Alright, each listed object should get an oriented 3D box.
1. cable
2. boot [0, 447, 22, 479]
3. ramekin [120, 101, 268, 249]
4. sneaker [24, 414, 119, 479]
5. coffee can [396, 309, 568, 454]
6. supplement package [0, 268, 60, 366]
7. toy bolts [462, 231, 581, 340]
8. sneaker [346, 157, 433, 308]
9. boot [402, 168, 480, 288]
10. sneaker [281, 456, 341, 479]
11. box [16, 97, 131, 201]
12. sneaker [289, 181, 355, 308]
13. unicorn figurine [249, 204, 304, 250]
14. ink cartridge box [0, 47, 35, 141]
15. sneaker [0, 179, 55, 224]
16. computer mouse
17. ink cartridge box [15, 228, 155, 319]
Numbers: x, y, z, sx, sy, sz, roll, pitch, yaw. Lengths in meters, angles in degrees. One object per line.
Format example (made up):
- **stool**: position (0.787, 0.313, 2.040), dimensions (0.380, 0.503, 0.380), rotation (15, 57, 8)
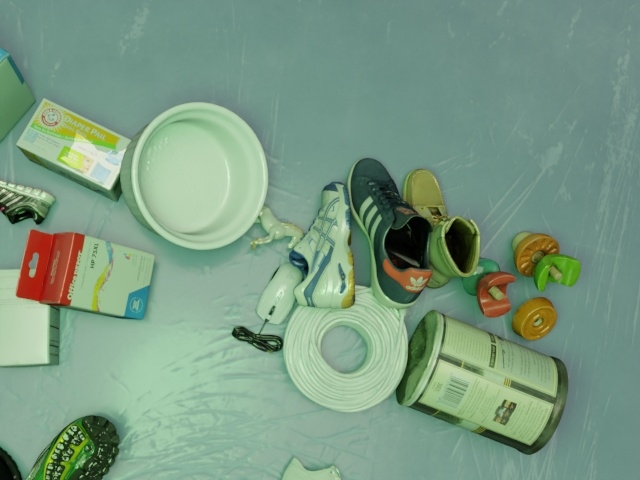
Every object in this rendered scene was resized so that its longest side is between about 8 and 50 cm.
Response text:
- **cable**: position (0.051, 0.216, 1.434), dimensions (0.256, 0.089, 0.257), rotation (1, 79, -7)
- **boot**: position (-0.691, 0.371, 1.200), dimensions (0.347, 0.260, 0.131), rotation (36, 76, 0)
- **ramekin**: position (-0.254, -0.123, 1.381), dimensions (0.277, 0.135, 0.278), rotation (-2, 93, -33)
- **sneaker**: position (-0.489, 0.474, 1.273), dimensions (0.134, 0.146, 0.344), rotation (41, 67, -13)
- **coffee can**: position (0.315, 0.279, 1.403), dimensions (0.275, 0.201, 0.202), rotation (22, 77, -4)
- **supplement package**: position (-0.558, 0.149, 1.343), dimensions (0.105, 0.105, 0.180), rotation (0, 79, -10)
- **toy bolts**: position (0.399, 0.090, 1.514), dimensions (0.228, 0.158, 0.219), rotation (-4, 120, -19)
- **sneaker**: position (0.152, -0.045, 1.425), dimensions (0.131, 0.148, 0.350), rotation (-1, 59, -24)
- **boot**: position (0.247, -0.040, 1.451), dimensions (0.095, 0.203, 0.262), rotation (-4, 81, -10)
- **sneaker**: position (0.027, 0.493, 1.388), dimensions (0.212, 0.080, 0.094), rotation (23, 65, -3)
- **box**: position (-0.481, -0.179, 1.417), dimensions (0.203, 0.103, 0.114), rotation (25, 77, -3)
- **sneaker**: position (0.000, 0.000, 1.423), dimensions (0.130, 0.112, 0.297), rotation (-3, 52, 3)
- **unicorn figurine**: position (-0.105, -0.024, 1.466), dimensions (0.111, 0.060, 0.162), rotation (-30, 79, -23)
- **ink cartridge box**: position (-0.731, -0.352, 1.350), dimensions (0.307, 0.223, 0.129), rotation (35, 76, -1)
- **sneaker**: position (-0.619, -0.072, 1.396), dimensions (0.170, 0.063, 0.075), rotation (11, 72, -11)
- **computer mouse**: position (-0.096, 0.131, 1.450), dimensions (0.106, 0.042, 0.193), rotation (26, 77, -2)
- **ink cartridge box**: position (-0.436, 0.065, 1.326), dimensions (0.231, 0.078, 0.134), rotation (20, 73, -47)
